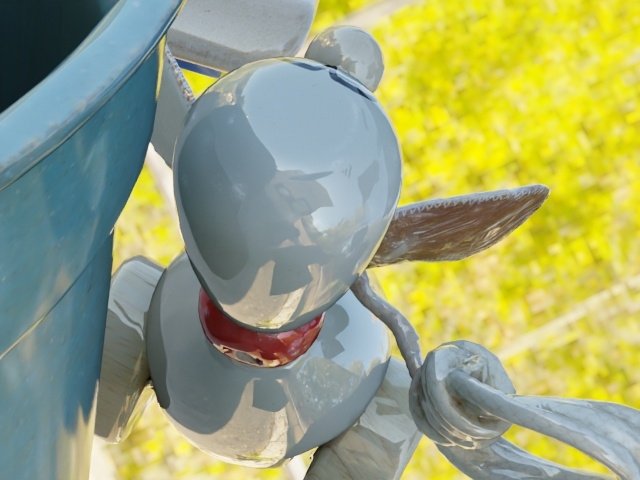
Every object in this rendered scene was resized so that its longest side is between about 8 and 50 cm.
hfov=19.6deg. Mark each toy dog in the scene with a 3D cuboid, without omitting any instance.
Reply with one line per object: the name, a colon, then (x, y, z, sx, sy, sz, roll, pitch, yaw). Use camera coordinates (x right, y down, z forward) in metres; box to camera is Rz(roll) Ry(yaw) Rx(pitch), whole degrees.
toy dog: (0.000, 0.000, 0.725, 0.220, 0.161, 0.333, 31, -23, -16)

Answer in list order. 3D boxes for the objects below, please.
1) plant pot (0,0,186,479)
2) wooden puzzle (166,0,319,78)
plant pot: (-0.202, 0.018, 0.540, 0.334, 0.341, 0.341, 96, -20, -44)
wooden puzzle: (-0.155, -0.185, 1.072, 0.348, 0.322, 0.080, -79, -175, -66)
